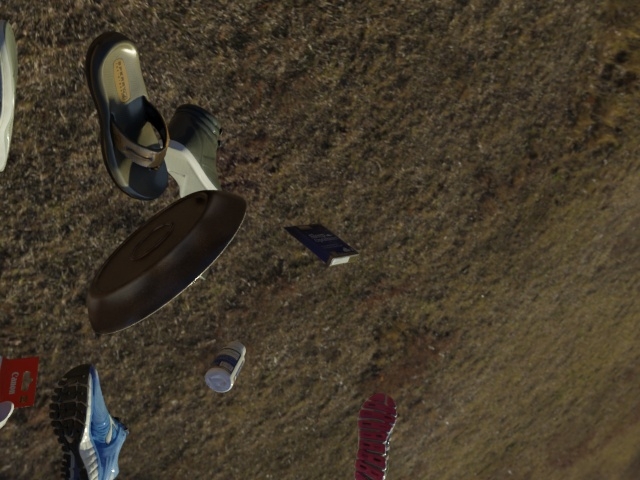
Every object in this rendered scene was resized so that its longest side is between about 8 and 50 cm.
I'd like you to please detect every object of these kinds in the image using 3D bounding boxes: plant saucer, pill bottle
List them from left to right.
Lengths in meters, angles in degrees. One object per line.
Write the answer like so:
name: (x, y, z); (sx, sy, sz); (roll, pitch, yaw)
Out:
plant saucer: (-0.257, 0.014, 0.791); (0.310, 0.310, 0.050); (-38, 117, -2)
pill bottle: (-0.219, 0.291, 1.159); (0.067, 0.120, 0.067); (5, 116, 10)

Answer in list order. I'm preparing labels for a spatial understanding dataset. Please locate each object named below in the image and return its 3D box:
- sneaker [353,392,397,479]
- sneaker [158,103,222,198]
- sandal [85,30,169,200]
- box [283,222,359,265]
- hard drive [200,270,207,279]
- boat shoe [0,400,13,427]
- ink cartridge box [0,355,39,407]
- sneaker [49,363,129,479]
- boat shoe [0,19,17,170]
sneaker: (0.087, 0.335, 0.810); (0.063, 0.170, 0.075); (8, 132, 9)
sneaker: (-0.243, -0.163, 1.043); (0.295, 0.105, 0.147); (76, 27, -62)
sandal: (-0.215, -0.135, 0.593); (0.090, 0.060, 0.219); (-57, 159, -46)
box: (0.000, 0.000, 1.572); (0.136, 0.225, 0.036); (-8, 127, -50)
hard drive: (-0.372, 0.072, 1.300); (0.135, 0.094, 0.022); (15, 79, -2)
boat shoe: (-0.658, 0.367, 1.003); (0.100, 0.035, 0.035); (-53, 175, -6)
ink cartridge box: (-0.921, 0.386, 1.362); (0.232, 0.189, 0.066); (-7, 128, -20)
sneaker: (-0.576, 0.470, 1.248); (0.147, 0.130, 0.330); (-12, 100, -67)
boat shoe: (-0.638, -0.267, 0.932); (0.103, 0.118, 0.320); (6, 138, -34)
